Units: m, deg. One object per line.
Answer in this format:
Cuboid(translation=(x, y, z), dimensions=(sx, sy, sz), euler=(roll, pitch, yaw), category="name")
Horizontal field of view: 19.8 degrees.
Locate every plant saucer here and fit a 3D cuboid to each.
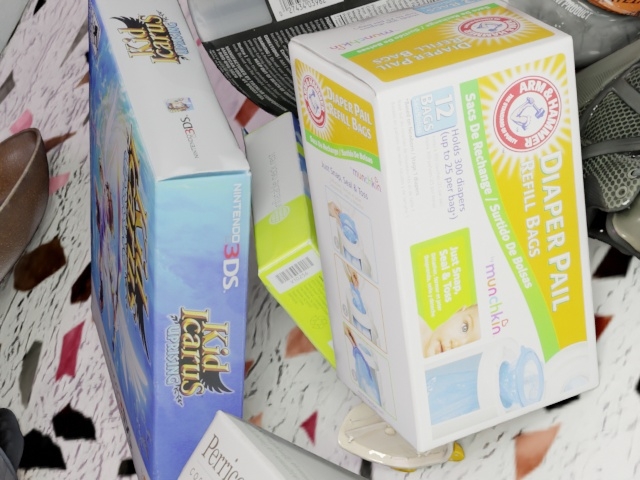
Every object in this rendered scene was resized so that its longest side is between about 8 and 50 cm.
Cuboid(translation=(-0.329, 0.034, 1.543), dimensions=(0.310, 0.050, 0.310), euler=(-39, 20, 17), category="plant saucer")

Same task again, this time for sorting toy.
Cuboid(translation=(0.060, 0.088, 1.049), dimensions=(0.083, 0.045, 0.075), euler=(-20, 41, 48), category="sorting toy")

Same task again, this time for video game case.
Cuboid(translation=(-0.103, 0.006, 1.178), dimensions=(0.244, 0.061, 0.269), euler=(-116, 25, -52), category="video game case")

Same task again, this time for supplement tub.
Cuboid(translation=(0.078, -0.182, 1.091), dimensions=(0.316, 0.193, 0.193), euler=(-9, 58, 50), category="supplement tub")

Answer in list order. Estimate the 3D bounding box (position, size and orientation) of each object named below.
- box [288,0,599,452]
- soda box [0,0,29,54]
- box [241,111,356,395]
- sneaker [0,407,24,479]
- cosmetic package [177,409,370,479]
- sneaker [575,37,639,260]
Cuboid(translation=(0.065, -0.013, 0.952), dimensions=(0.114, 0.203, 0.103), euler=(-19, 27, -19), category="box")
Cuboid(translation=(-0.358, -0.231, 1.813), dimensions=(0.091, 0.098, 0.286), euler=(19, 81, 57), category="soda box")
Cuboid(translation=(0.000, 0.000, 1.111), dimensions=(0.042, 0.109, 0.178), euler=(-31, 30, 13), category="box")
Cuboid(translation=(-0.336, 0.187, 1.454), dimensions=(0.321, 0.124, 0.180), euler=(7, 67, 44), category="sneaker")
Cuboid(translation=(-0.056, 0.299, 0.934), dimensions=(0.365, 0.155, 0.197), euler=(-60, 30, 2), category="cosmetic package")
Cuboid(translation=(0.205, -0.064, 0.929), dimensions=(0.227, 0.087, 0.130), euler=(-36, 41, 37), category="sneaker")
